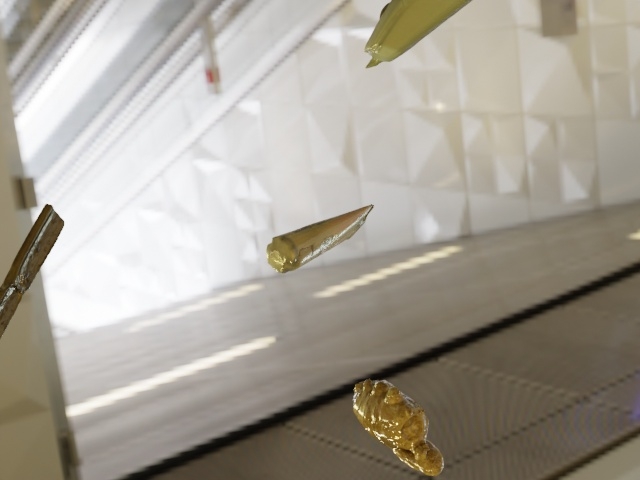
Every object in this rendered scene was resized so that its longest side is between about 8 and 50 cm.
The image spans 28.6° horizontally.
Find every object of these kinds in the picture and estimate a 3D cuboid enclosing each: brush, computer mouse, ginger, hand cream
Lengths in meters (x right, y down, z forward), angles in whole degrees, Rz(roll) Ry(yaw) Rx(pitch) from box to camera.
[{"bbox_3d":[-0.360,0.064,1.413,0.036,0.043,0.248,14,-118,18],"label":"brush"},{"bbox_3d":[0.102,-0.222,1.135,0.181,0.056,0.089,-37,179,19],"label":"computer mouse"},{"bbox_3d":[0.098,0.248,1.782,0.115,0.081,0.205,37,-178,-41],"label":"ginger"},{"bbox_3d":[0.000,0.000,1.328,0.143,0.061,0.039,-22,-116,-45],"label":"hand cream"}]
